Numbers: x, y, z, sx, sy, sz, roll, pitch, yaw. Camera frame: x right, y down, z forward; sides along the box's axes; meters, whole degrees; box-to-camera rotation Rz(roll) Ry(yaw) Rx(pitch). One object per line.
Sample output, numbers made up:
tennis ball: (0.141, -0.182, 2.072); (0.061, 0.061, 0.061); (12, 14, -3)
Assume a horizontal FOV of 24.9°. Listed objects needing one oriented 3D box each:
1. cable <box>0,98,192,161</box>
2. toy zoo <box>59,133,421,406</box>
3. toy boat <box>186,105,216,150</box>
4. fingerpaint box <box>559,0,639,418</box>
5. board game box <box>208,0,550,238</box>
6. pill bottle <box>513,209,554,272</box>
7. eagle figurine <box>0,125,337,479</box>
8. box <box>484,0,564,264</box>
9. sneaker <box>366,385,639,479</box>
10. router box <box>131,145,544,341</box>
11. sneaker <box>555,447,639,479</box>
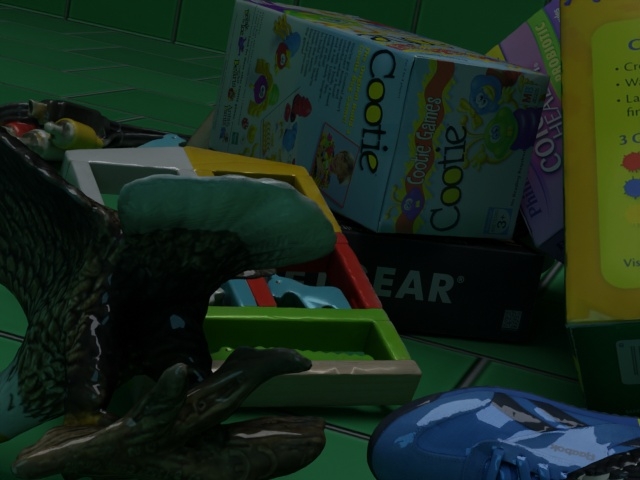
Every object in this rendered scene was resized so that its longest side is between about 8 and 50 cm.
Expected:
cable: (-0.254, -0.105, 1.629); (0.140, 0.072, 0.287); (-1, -9, 35)
toy zoo: (-0.070, 0.008, 1.014); (0.192, 0.030, 0.293); (3, 35, -24)
toy boat: (-0.031, -0.084, 1.539); (0.151, 0.151, 0.231); (46, 23, 12)
fingerpaint box: (0.394, -0.072, 0.988); (0.445, 0.371, 0.163); (-5, -34, 14)
board game box: (0.041, -0.108, 1.233); (0.142, 0.144, 0.275); (3, 15, -34)
pill bottle: (0.171, -0.040, 1.382); (0.086, 0.152, 0.086); (-19, 19, 7)
eagle figurine: (-0.122, 0.023, 0.743); (0.225, 0.226, 0.298); (-20, 40, -10)
box: (0.270, -0.062, 1.283); (0.243, 0.117, 0.213); (27, 35, -40)
sneaker: (0.132, 0.131, 0.797); (0.209, 0.069, 0.082); (9, 16, -10)
router box: (0.000, 0.000, 1.241); (0.309, 0.081, 0.243); (7, 13, -18)
sneaker: (0.204, 0.150, 0.694); (0.275, 0.109, 0.107); (-7, -5, 0)
